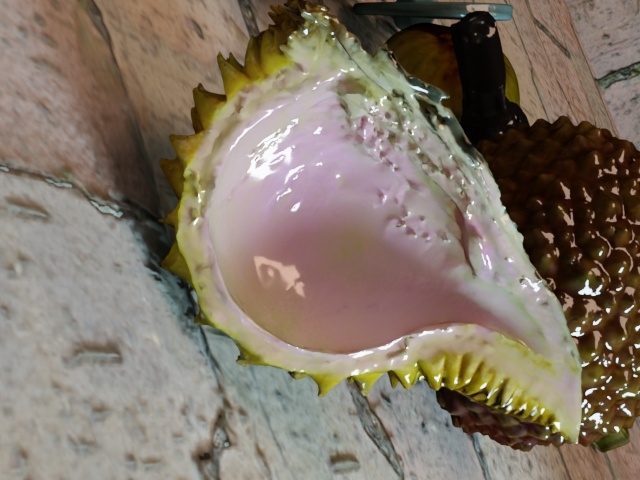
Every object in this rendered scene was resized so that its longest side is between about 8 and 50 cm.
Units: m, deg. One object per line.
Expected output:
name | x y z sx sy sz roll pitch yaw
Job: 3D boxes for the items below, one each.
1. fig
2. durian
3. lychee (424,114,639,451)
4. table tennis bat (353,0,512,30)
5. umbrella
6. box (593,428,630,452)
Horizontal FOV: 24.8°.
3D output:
fig | 0.121 -0.138 1.355 0.136 0.121 0.153 -14 66 -37
durian | 0.019 -0.004 0.877 0.305 0.185 0.195 45 4 -24
lychee | 0.173 0.045 1.123 0.267 0.267 0.267 54 22 -34
table tennis bat | 0.104 -0.225 1.439 0.244 0.153 0.040 -119 -150 -80
umbrella | 0.161 -0.060 1.281 0.118 0.118 0.340 -93 169 -46
box | 0.249 0.078 1.587 0.311 0.043 0.173 51 24 -38
